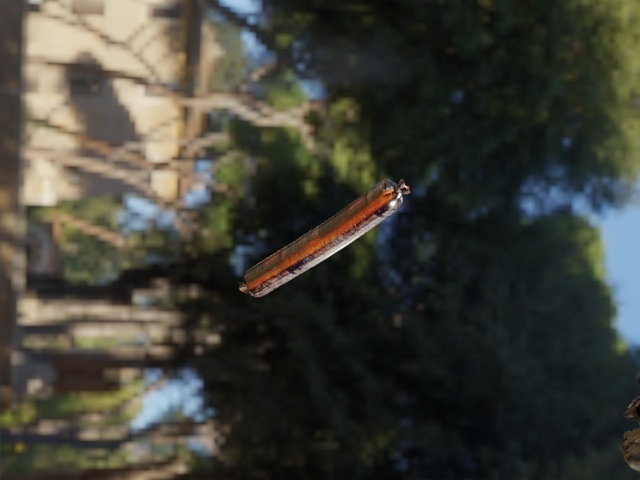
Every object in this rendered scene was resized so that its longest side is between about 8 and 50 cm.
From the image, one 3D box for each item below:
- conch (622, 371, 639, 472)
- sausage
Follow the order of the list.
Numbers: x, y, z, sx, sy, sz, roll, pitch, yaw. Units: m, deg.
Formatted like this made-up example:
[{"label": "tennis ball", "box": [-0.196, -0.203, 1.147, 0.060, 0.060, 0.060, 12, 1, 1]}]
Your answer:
[{"label": "conch", "box": [0.309, 0.079, 1.229, 0.240, 0.313, 0.186, -11, -67, 43]}, {"label": "sausage", "box": [0.000, 0.000, 1.371, 0.198, 0.025, 0.028, -33, -141, 43]}]
